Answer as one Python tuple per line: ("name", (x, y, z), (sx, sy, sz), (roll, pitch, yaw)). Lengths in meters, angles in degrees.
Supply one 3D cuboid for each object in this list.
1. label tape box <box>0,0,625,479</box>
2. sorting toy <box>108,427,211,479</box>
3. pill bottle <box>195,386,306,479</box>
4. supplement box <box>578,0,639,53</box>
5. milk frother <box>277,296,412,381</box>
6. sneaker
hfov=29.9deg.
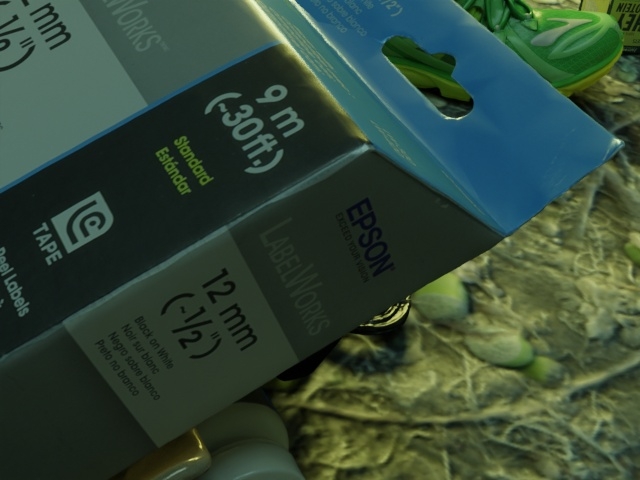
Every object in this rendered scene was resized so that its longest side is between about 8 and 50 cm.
("label tape box", (-0.070, -0.051, 0.587), (0.347, 0.115, 0.249), (-32, 48, -5))
("sorting toy", (-0.171, 0.102, 0.604), (0.193, 0.038, 0.208), (-30, 42, -9))
("pill bottle", (-0.064, 0.098, 0.635), (0.078, 0.078, 0.137), (-12, 41, -25))
("supplement box", (0.293, -0.235, 1.149), (0.056, 0.083, 0.083), (1, 38, -7))
("milk frother", (0.000, 0.000, 0.729), (0.129, 0.135, 0.143), (47, 50, 14))
("sneaker", (0.120, -0.193, 1.027), (0.295, 0.123, 0.109), (7, 36, -2))
